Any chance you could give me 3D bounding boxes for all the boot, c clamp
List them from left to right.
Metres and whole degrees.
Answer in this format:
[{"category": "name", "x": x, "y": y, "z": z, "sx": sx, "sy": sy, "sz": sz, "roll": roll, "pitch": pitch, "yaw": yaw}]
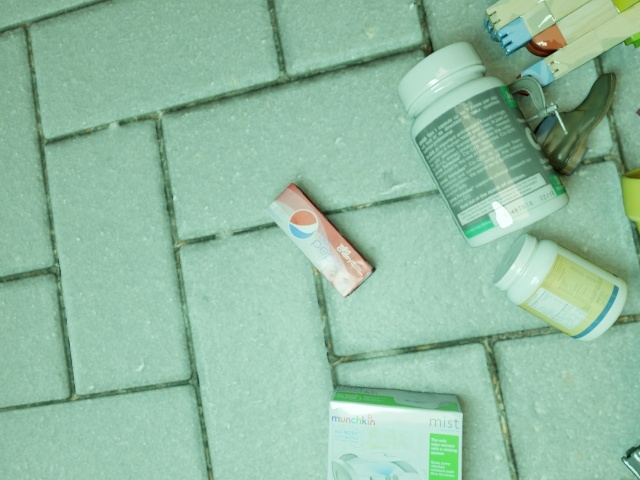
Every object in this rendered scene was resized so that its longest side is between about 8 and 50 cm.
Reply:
[{"category": "c clamp", "x": 0.404, "y": -0.256, "z": 0.937, "sx": 0.160, "sy": 0.022, "sz": 0.137, "roll": -15, "pitch": 94, "yaw": 54}, {"category": "boot", "x": 0.508, "y": -0.252, "z": 0.933, "sx": 0.106, "sy": 0.082, "sz": 0.220, "roll": 24, "pitch": 93, "yaw": 8}]

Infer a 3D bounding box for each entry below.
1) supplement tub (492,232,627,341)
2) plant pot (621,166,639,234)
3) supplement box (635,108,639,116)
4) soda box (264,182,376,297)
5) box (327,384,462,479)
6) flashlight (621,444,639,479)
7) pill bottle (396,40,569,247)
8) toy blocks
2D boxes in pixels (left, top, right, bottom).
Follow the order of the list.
[{"category": "supplement tub", "x": 0.458, "y": 0.087, "z": 0.891, "sx": 0.199, "sy": 0.144, "sz": 0.145, "roll": 31, "pitch": 93, "yaw": 11}, {"category": "plant pot", "x": 0.695, "y": -0.018, "z": 0.816, "sx": 0.253, "sy": 0.254, "sz": 0.239, "roll": -9, "pitch": 100, "yaw": 10}, {"category": "supplement box", "x": 0.695, "y": -0.274, "z": 0.920, "sx": 0.083, "sy": 0.043, "sz": 0.055, "roll": -41, "pitch": 81, "yaw": 5}, {"category": "soda box", "x": 0.000, "y": 0.000, "z": 1.010, "sx": 0.092, "sy": 0.083, "sz": 0.263, "roll": -44, "pitch": 80, "yaw": 5}, {"category": "box", "x": 0.151, "y": 0.434, "z": 0.940, "sx": 0.261, "sy": 0.127, "sz": 0.232, "roll": 2, "pitch": 89, "yaw": 11}, {"category": "flashlight", "x": 0.692, "y": 0.488, "z": 0.796, "sx": 0.304, "sy": 0.103, "sz": 0.103, "roll": 53, "pitch": 124, "yaw": 33}, {"category": "pill bottle", "x": 0.305, "y": -0.185, "z": 0.904, "sx": 0.204, "sy": 0.204, "sz": 0.361, "roll": -27, "pitch": 83, "yaw": 8}, {"category": "toy blocks", "x": 0.455, "y": -0.477, "z": 0.922, "sx": 0.260, "sy": 0.190, "sz": 0.382, "roll": -28, "pitch": 92, "yaw": 20}]
